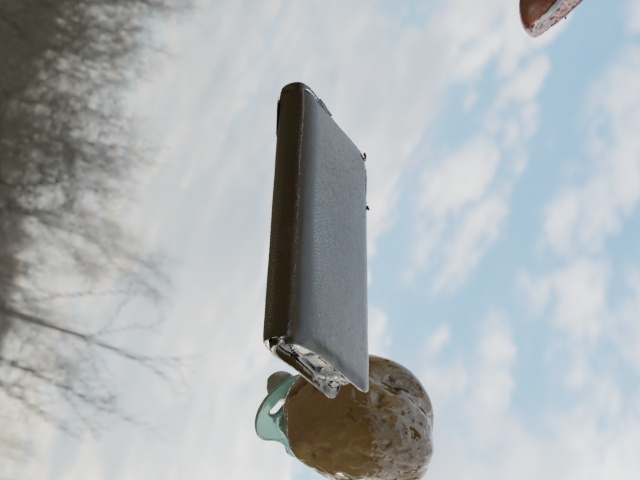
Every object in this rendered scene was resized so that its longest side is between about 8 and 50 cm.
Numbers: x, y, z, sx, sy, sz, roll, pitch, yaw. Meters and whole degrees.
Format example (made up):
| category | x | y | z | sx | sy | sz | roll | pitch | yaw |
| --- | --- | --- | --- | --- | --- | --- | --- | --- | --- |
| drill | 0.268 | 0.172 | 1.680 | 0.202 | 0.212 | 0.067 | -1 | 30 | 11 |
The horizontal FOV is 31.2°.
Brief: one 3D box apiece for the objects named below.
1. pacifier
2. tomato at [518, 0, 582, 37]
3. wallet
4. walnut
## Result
| category | x | y | z | sx | sy | sz | roll | pitch | yaw |
| --- | --- | --- | --- | --- | --- | --- | --- | --- | --- |
| pacifier | -0.025 | 0.198 | 1.420 | 0.126 | 0.150 | 0.116 | -50 | -137 | 9 |
| tomato | 0.338 | -0.372 | 1.612 | 0.174 | 0.082 | 0.166 | -43 | 173 | 12 |
| wallet | 0.000 | 0.000 | 0.783 | 0.031 | 0.110 | 0.198 | -14 | -124 | 24 |
| walnut | 0.043 | 0.187 | 1.191 | 0.149 | 0.167 | 0.166 | -63 | -160 | 16 |
